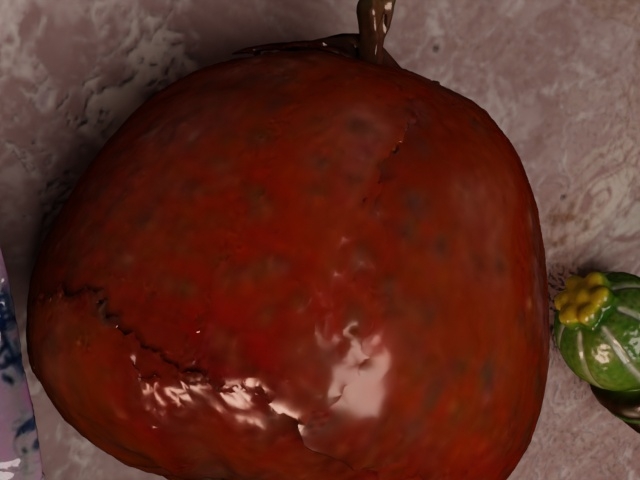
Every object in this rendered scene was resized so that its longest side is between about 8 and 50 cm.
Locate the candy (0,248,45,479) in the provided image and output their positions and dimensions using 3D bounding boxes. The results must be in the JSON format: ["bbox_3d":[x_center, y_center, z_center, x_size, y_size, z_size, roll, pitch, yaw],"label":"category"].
[{"bbox_3d":[-0.198,0.057,0.633,0.073,0.092,0.160,-17,117,-25],"label":"candy"}]

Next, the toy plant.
[{"bbox_3d":[0.232,0.083,0.886,0.093,0.093,0.162,-50,124,-2],"label":"toy plant"}]

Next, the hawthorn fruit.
[{"bbox_3d":[0.000,0.000,0.632,0.276,0.276,0.307,22,86,-34],"label":"hawthorn fruit"}]
